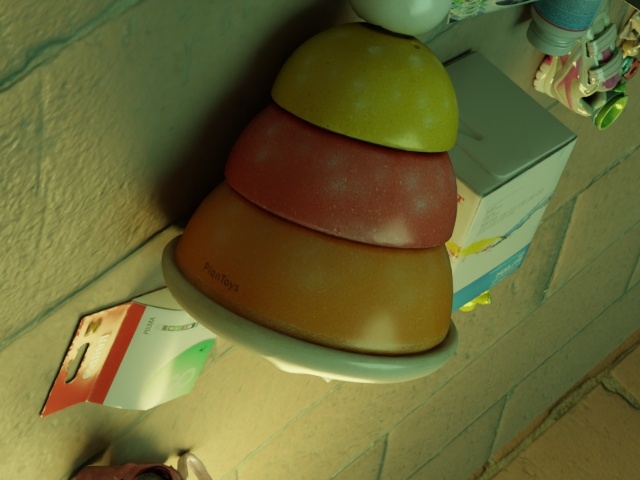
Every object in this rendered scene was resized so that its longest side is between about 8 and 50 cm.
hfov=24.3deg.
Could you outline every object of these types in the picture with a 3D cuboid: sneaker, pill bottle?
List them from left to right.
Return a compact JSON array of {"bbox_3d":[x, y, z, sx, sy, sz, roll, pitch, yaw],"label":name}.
[{"bbox_3d":[0.332,-0.326,1.969,0.087,0.087,0.160,-27,151,-39],"label":"pill bottle"},{"bbox_3d":[0.388,-0.274,2.121,0.103,0.111,0.252,-38,156,-20],"label":"sneaker"}]

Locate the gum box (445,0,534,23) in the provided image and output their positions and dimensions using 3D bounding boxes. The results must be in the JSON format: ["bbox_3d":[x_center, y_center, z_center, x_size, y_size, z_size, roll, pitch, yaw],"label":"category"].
[{"bbox_3d":[0.232,-0.307,1.683,0.184,0.041,0.157,-14,172,-1],"label":"gum box"}]

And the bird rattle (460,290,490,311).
[{"bbox_3d":[0.216,0.050,2.343,0.207,0.143,0.253,-61,171,-17],"label":"bird rattle"}]

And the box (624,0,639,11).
[{"bbox_3d":[0.326,-0.407,1.437,0.318,0.395,0.097,-57,-177,20],"label":"box"}]

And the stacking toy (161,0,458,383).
[{"bbox_3d":[0.047,-0.113,1.630,0.351,0.351,0.479,-10,123,-55],"label":"stacking toy"}]

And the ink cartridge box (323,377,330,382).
[{"bbox_3d":[0.048,0.083,2.150,0.212,0.093,0.154,-43,157,-14],"label":"ink cartridge box"}]

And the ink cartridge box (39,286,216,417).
[{"bbox_3d":[-0.222,0.142,1.832,0.225,0.056,0.181,-21,146,-49],"label":"ink cartridge box"}]

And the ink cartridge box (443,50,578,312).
[{"bbox_3d":[0.175,-0.069,1.980,0.197,0.198,0.270,-30,153,-33],"label":"ink cartridge box"}]

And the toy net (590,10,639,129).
[{"bbox_3d":[0.503,-0.285,2.388,0.122,0.045,0.232,-27,150,-37],"label":"toy net"}]

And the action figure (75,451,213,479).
[{"bbox_3d":[-0.209,0.389,2.011,0.276,0.248,0.370,-38,159,-22],"label":"action figure"}]
